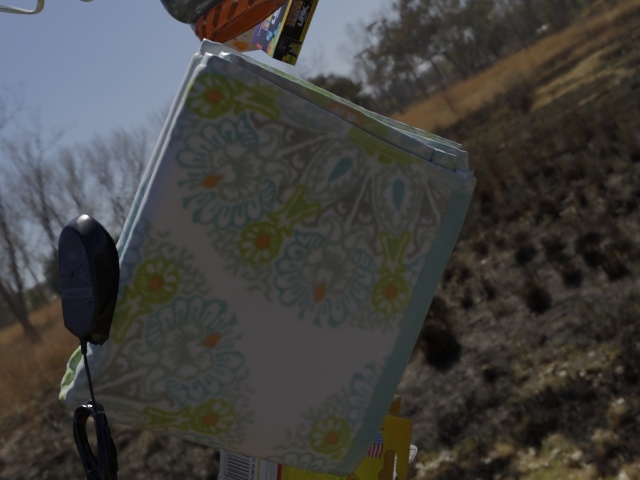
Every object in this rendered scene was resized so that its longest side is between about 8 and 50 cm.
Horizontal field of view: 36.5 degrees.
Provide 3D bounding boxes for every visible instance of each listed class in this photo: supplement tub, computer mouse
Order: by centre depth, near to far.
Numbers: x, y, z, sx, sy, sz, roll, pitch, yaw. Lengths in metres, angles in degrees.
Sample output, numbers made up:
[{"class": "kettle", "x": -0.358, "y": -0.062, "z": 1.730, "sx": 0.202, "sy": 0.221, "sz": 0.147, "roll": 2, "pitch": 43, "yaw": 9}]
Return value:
[{"class": "computer mouse", "x": -0.185, "y": 0.098, "z": 0.822, "sx": 0.041, "sy": 0.242, "sz": 0.071, "roll": -5, "pitch": 2, "yaw": -40}, {"class": "supplement tub", "x": -0.188, "y": -0.458, "z": 1.422, "sx": 0.194, "sy": 0.316, "sz": 0.193, "roll": -32, "pitch": 2, "yaw": 1}]

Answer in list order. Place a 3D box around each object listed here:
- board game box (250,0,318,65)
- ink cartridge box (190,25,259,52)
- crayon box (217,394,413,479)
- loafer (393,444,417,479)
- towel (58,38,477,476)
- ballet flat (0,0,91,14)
[{"class": "board game box", "x": -0.056, "y": -0.402, "z": 1.679, "sx": 0.170, "sy": 0.048, "sz": 0.141, "roll": -69, "pitch": 27, "yaw": 14}, {"class": "ink cartridge box", "x": -0.197, "y": -0.450, "z": 2.065, "sx": 0.181, "sy": 0.061, "sz": 0.104, "roll": -6, "pitch": -26, "yaw": 15}, {"class": "crayon box", "x": 0.001, "y": 0.310, "z": 1.453, "sx": 0.319, "sy": 0.202, "sz": 0.081, "roll": 12, "pitch": 13, "yaw": 30}, {"class": "loafer", "x": 0.148, "y": 0.447, "z": 1.872, "sx": 0.045, "sy": 0.039, "sz": 0.125, "roll": 14, "pitch": 39, "yaw": 34}, {"class": "towel", "x": -0.041, "y": 0.029, "z": 0.959, "sx": 0.374, "sy": 0.321, "sz": 0.090, "roll": -69, "pitch": 23, "yaw": 1}, {"class": "ballet flat", "x": -0.474, "y": -0.477, "z": 1.645, "sx": 0.483, "sy": 0.182, "sz": 0.164, "roll": -7, "pitch": 4, "yaw": 4}]
